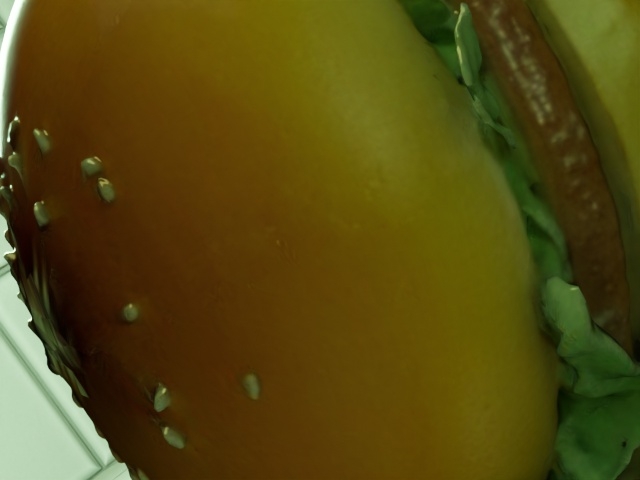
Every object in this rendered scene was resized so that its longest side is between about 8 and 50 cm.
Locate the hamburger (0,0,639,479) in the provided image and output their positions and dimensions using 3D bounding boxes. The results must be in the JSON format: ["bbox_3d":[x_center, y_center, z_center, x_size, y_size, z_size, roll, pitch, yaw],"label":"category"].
[{"bbox_3d":[0.000,-0.001,0.451,0.170,0.246,0.246,-23,-5,-23],"label":"hamburger"}]
